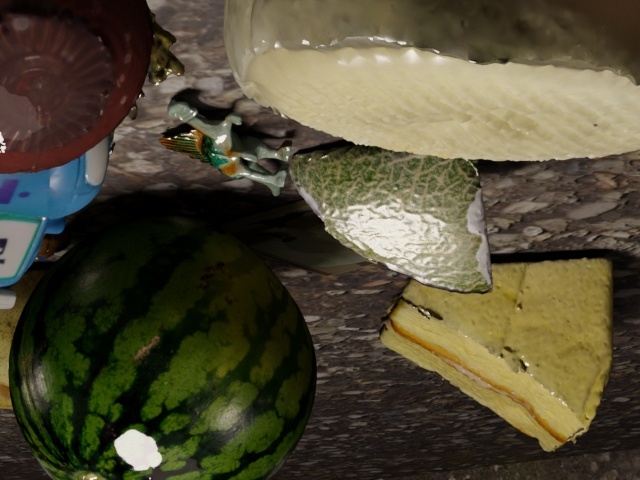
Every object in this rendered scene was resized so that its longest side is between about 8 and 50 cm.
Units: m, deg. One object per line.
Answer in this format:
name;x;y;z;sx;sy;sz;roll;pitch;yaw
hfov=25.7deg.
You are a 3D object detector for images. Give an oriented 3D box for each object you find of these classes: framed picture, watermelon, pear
framed picture;0.000;0.000;1.390;0.136;0.010;0.201;-16;158;34
watermelon;-0.145;0.116;1.285;0.285;0.285;0.285;-3;162;-1
pear;-0.305;0.101;1.452;0.167;0.136;0.167;0;161;0

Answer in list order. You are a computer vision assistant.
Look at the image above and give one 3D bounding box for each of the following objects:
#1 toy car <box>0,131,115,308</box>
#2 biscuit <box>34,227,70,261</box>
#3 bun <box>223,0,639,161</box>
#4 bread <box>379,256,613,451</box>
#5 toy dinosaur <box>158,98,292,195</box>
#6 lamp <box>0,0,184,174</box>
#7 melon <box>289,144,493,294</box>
toy car;-0.267;-0.032;1.006;0.198;0.166;0.314;4;161;-32
biscuit;-0.318;-0.005;1.293;0.175;0.026;0.124;10;159;-35
bun;0.086;-0.130;0.787;0.287;0.146;0.287;8;173;1
bread;0.184;0.135;1.572;0.236;0.198;0.263;4;164;-2
toy dinosaur;-0.078;-0.069;1.124;0.106;0.044;0.187;12;174;-4
lamp;-0.178;-0.119;0.809;0.156;0.135;0.157;-33;130;0
melon;0.082;-0.050;1.167;0.202;0.093;0.139;28;127;-6
